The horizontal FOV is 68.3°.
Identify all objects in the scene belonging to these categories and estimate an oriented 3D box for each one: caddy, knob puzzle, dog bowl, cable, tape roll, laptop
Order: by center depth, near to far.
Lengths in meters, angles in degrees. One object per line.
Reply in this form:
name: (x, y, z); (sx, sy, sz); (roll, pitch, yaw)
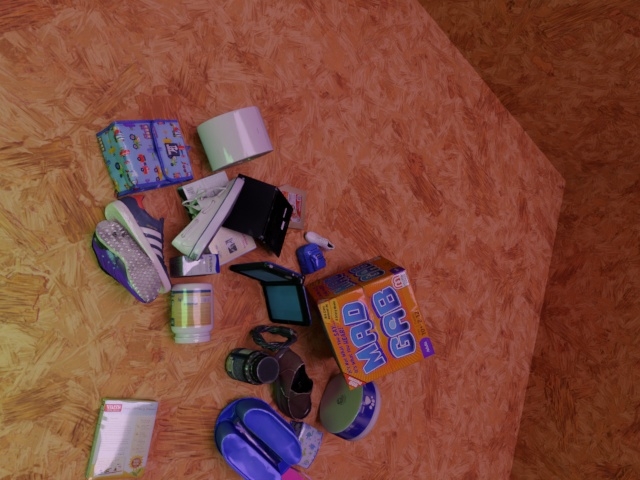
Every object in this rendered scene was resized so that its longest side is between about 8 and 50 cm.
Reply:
caddy: (-0.228, 0.740, 1.729); (0.341, 0.179, 0.241); (46, 74, -8)
tape roll: (-0.315, -0.373, 1.752); (0.246, 0.246, 0.169); (-25, 101, -37)
cable: (-0.186, 0.375, 1.812); (0.150, 0.184, 0.047); (-45, 142, -61)
laptop: (-0.239, -0.094, 1.859); (0.264, 0.136, 0.234); (53, 46, -57)
dog bowl: (0.119, 0.678, 1.950); (0.104, 0.265, 0.265); (34, 66, -27)
knob puzzle: (-0.150, -0.143, 1.986); (0.213, 0.030, 0.213); (4, 83, -37)

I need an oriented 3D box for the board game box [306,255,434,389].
board game box: (0.186, 0.310, 1.907); (0.356, 0.356, 0.357); (-21, 99, -6)

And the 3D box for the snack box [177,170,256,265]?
snack box: (-0.386, -0.080, 1.778); (0.187, 0.060, 0.322); (-28, 102, -36)

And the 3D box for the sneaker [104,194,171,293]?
sneaker: (-0.569, 0.006, 1.592); (0.148, 0.131, 0.350); (-43, 119, -49)

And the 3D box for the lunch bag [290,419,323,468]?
lunch bag: (-0.076, 0.819, 1.890); (0.128, 0.096, 0.151); (38, 54, -29)

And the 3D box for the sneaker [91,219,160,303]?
sneaker: (-0.631, 0.086, 1.514); (0.293, 0.146, 0.102); (55, 37, 2)

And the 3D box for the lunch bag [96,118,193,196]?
lunch bag: (-0.577, -0.296, 1.635); (0.293, 0.138, 0.221); (-24, 98, -49)

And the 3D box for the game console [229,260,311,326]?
game console: (-0.190, 0.199, 1.750); (0.250, 0.293, 0.174); (24, 70, -33)

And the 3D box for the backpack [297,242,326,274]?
backpack: (-0.034, 0.072, 2.008); (0.098, 0.101, 0.120); (-24, 96, -44)

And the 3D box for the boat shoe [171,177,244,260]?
boat shoe: (-0.406, -0.107, 1.652); (0.156, 0.136, 0.367); (30, 60, -7)

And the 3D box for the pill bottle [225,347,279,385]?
pill bottle: (-0.247, 0.460, 1.720); (0.122, 0.219, 0.123); (5, 82, -37)

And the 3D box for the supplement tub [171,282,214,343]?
supplement tub: (-0.445, 0.249, 1.641); (0.144, 0.144, 0.200); (2, 83, -37)

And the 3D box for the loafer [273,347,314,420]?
loafer: (-0.094, 0.581, 1.829); (0.134, 0.130, 0.366); (-39, 132, -33)

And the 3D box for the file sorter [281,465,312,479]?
file sorter: (-0.134, 1.019, 1.766); (0.202, 0.182, 0.291); (51, 58, -22)

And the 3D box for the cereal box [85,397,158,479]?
cereal box: (-0.632, 0.633, 1.513); (0.173, 0.047, 0.240); (18, 74, -35)

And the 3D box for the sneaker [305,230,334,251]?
sneaker: (0.000, 0.000, 2.067); (0.152, 0.061, 0.054); (29, 70, -30)

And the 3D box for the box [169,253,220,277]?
box: (-0.446, 0.090, 1.671); (0.137, 0.126, 0.072); (-1, 84, -38)
